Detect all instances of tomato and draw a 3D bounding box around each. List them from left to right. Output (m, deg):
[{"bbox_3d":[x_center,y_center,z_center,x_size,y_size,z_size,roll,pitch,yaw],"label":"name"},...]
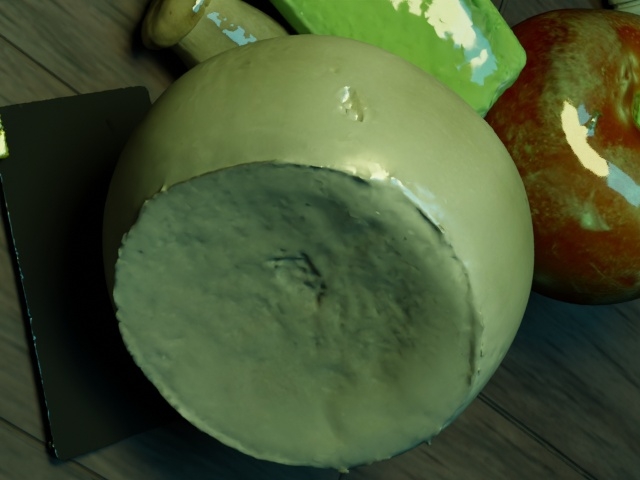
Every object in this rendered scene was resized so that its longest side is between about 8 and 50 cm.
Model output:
[{"bbox_3d":[0.230,-0.070,1.578,0.270,0.222,0.270,18,56,-29],"label":"tomato"}]

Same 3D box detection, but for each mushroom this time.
[{"bbox_3d":[-0.043,-0.120,1.410,0.247,0.096,0.108,49,56,-23],"label":"mushroom"}]

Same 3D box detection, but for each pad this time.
[{"bbox_3d":[-0.166,0.020,1.337,0.159,0.009,0.265,-14,95,-46],"label":"pad"}]

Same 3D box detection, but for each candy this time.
[{"bbox_3d":[0.021,-0.228,1.409,0.343,0.142,0.132,52,12,-4],"label":"candy"}]

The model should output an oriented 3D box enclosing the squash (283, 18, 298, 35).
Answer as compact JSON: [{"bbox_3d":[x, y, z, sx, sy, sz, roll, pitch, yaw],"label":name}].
[{"bbox_3d":[-0.003,-0.223,1.488,0.052,0.052,0.183,14,77,-42],"label":"squash"}]

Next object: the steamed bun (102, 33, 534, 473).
[{"bbox_3d":[0.000,0.000,1.289,0.324,0.324,0.206,56,29,-24],"label":"steamed bun"}]

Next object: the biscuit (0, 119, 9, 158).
[{"bbox_3d":[-0.335,-0.053,1.173,0.292,0.026,0.048,-17,105,-42],"label":"biscuit"}]

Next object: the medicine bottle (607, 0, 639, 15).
[{"bbox_3d":[0.332,-0.218,1.784,0.080,0.080,0.130,-24,102,-42],"label":"medicine bottle"}]
